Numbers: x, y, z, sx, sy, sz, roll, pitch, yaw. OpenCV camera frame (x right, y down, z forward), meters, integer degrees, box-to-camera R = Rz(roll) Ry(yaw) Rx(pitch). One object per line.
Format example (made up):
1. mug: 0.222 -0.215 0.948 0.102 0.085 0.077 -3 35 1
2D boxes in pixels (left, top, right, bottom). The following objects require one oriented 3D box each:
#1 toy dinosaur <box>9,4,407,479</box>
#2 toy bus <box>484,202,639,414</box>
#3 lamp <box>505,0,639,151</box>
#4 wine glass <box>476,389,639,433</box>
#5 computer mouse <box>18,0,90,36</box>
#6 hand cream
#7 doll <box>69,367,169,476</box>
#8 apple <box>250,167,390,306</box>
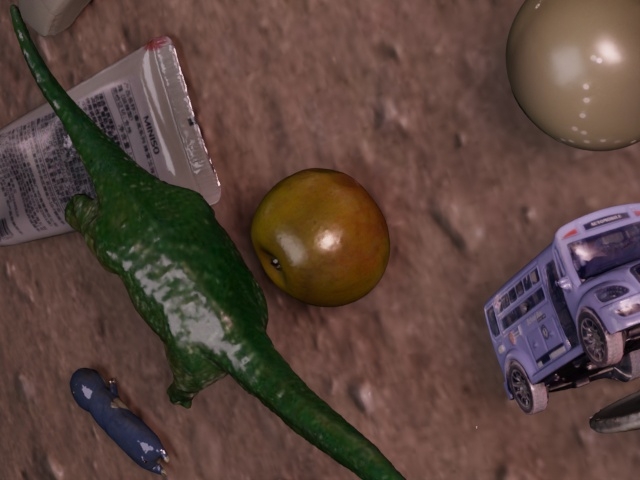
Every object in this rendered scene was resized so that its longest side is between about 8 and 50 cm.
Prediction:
1. toy dinosaur: -0.077 0.023 0.984 0.447 0.087 0.301 56 167 -3
2. toy bus: 0.138 0.033 0.793 0.167 0.073 0.076 124 128 -68
3. lamp: 0.161 -0.113 0.744 0.163 0.091 0.091 -43 70 32
4. wine glass: 0.216 0.224 0.847 0.264 0.096 0.309 148 100 -76
5. computer mouse: -0.194 -0.210 1.150 0.182 0.056 0.089 -34 74 52
6. hand cream: -0.200 -0.056 1.226 0.341 0.078 0.124 -15 92 44
7. doll: -0.162 0.146 1.280 0.125 0.027 0.037 40 133 30
8. apple: 0.000 0.000 0.984 0.089 0.074 0.089 48 158 26
